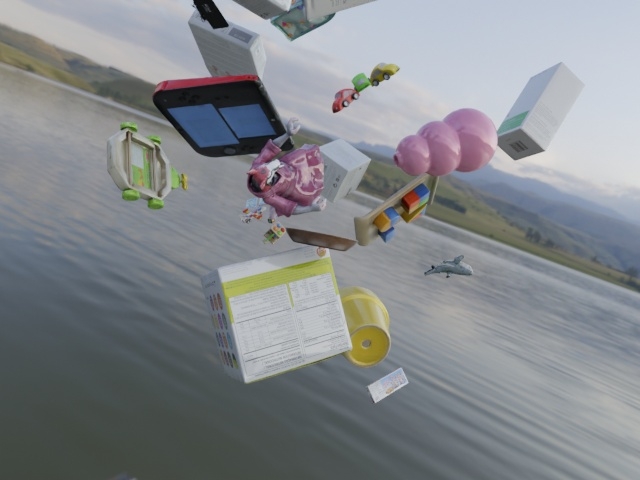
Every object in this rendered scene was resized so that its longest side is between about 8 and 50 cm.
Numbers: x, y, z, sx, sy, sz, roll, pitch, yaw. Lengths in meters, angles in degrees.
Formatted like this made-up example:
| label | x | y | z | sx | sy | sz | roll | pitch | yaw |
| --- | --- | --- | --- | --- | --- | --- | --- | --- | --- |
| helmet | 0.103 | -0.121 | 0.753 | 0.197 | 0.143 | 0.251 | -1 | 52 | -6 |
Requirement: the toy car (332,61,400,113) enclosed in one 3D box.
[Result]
| label | x | y | z | sx | sy | sz | roll | pitch | yaw |
| --- | --- | --- | --- | --- | --- | --- | --- | --- | --- |
| toy car | 0.127 | -0.493 | 1.695 | 0.053 | 0.239 | 0.225 | 55 | 11 | -17 |

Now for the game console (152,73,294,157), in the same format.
| label | x | y | z | sx | sy | sz | roll | pitch | yaw |
| --- | --- | --- | --- | --- | --- | --- | --- | --- | --- |
| game console | -0.291 | -0.369 | 1.665 | 0.341 | 0.060 | 0.386 | 1 | -19 | 14 |

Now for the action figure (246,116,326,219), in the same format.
| label | x | y | z | sx | sy | sz | roll | pitch | yaw |
| --- | --- | --- | --- | --- | --- | --- | --- | --- | --- |
| action figure | -0.122 | -0.182 | 1.498 | 0.275 | 0.248 | 0.370 | -10 | 1 | 25 |

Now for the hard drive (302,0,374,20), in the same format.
| label | x | y | z | sx | sy | sz | roll | pitch | yaw |
| --- | --- | --- | --- | --- | --- | --- | --- | --- | --- |
| hard drive | 0.111 | -0.629 | 1.249 | 0.318 | 0.040 | 0.210 | -17 | -13 | -3 |

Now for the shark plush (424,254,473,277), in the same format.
| label | x | y | z | sx | sy | sz | roll | pitch | yaw |
| --- | --- | --- | --- | --- | --- | --- | --- | --- | --- |
| shark plush | 0.446 | 0.100 | 1.886 | 0.161 | 0.067 | 0.073 | -2 | -34 | -3 |

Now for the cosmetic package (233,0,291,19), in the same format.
| label | x | y | z | sx | sy | sz | roll | pitch | yaw |
| --- | --- | --- | --- | --- | --- | --- | --- | --- | --- |
| cosmetic package | -0.246 | -0.801 | 1.468 | 0.384 | 0.217 | 0.156 | 18 | 0 | -33 |

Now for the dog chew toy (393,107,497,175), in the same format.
| label | x | y | z | sx | sy | sz | roll | pitch | yaw |
| --- | --- | --- | --- | --- | --- | --- | --- | --- | --- |
| dog chew toy | 0.391 | -0.300 | 1.727 | 0.331 | 0.207 | 0.206 | -16 | 15 | -11 |

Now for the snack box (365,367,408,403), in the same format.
| label | x | y | z | sx | sy | sz | roll | pitch | yaw |
| --- | --- | --- | --- | --- | --- | --- | --- | --- | --- |
| snack box | 0.248 | 0.535 | 1.999 | 0.178 | 0.064 | 0.022 | -18 | -12 | -35 |

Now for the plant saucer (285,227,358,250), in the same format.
| label | x | y | z | sx | sy | sz | roll | pitch | yaw |
| --- | --- | --- | --- | --- | --- | --- | --- | --- | --- |
| plant saucer | 0.000 | 0.000 | 1.436 | 0.198 | 0.036 | 0.198 | 11 | -1 | 0 |

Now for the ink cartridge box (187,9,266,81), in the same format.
| label | x | y | z | sx | sy | sz | roll | pitch | yaw |
| --- | --- | --- | --- | --- | --- | --- | --- | --- | --- |
| ink cartridge box | -0.370 | -0.782 | 2.311 | 0.308 | 0.091 | 0.385 | 27 | -13 | 12 |

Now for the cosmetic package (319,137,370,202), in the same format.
| label | x | y | z | sx | sy | sz | roll | pitch | yaw |
| --- | --- | --- | --- | --- | --- | --- | --- | --- | --- |
| cosmetic package | 0.060 | -0.260 | 1.989 | 0.151 | 0.151 | 0.183 | 38 | 37 | 15 |

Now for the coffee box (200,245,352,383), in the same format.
| label | x | y | z | sx | sy | sz | roll | pitch | yaw |
| --- | --- | --- | --- | --- | --- | --- | --- | --- | --- |
| coffee box | -0.148 | 0.222 | 1.671 | 0.338 | 0.335 | 0.337 | -13 | -3 | -21 |

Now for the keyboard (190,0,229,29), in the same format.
| label | x | y | z | sx | sy | sz | roll | pitch | yaw |
| --- | --- | --- | --- | --- | --- | --- | --- | --- | --- |
| keyboard | -0.405 | -0.835 | 1.914 | 0.100 | 0.038 | 0.192 | 4 | -25 | 25 |

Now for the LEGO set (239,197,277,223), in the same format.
| label | x | y | z | sx | sy | sz | roll | pitch | yaw |
| --- | --- | --- | --- | --- | --- | --- | --- | --- | --- |
| LEGO set | -0.254 | -0.148 | 2.373 | 0.182 | 0.060 | 0.244 | -11 | 35 | 6 |

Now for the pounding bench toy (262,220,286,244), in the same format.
| label | x | y | z | sx | sy | sz | roll | pitch | yaw |
| --- | --- | --- | --- | --- | --- | --- | --- | --- | --- |
| pounding bench toy | -0.177 | -0.023 | 2.032 | 0.052 | 0.065 | 0.083 | 47 | 46 | -4 |

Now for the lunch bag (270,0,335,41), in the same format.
| label | x | y | z | sx | sy | sz | roll | pitch | yaw |
| --- | --- | --- | --- | --- | --- | --- | --- | --- | --- |
| lunch bag | -0.046 | -0.872 | 1.907 | 0.262 | 0.224 | 0.160 | -17 | -28 | 34 |

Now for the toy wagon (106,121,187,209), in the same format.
| label | x | y | z | sx | sy | sz | roll | pitch | yaw |
| --- | --- | --- | --- | --- | --- | --- | --- | --- | --- |
| toy wagon | -0.597 | -0.243 | 1.882 | 0.068 | 0.268 | 0.344 | -14 | -17 | 22 |

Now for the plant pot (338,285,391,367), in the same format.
| label | x | y | z | sx | sy | sz | roll | pitch | yaw |
| --- | --- | --- | --- | --- | --- | --- | --- | --- | --- |
| plant pot | 0.135 | 0.317 | 1.901 | 0.253 | 0.254 | 0.239 | 18 | 11 | -16 |

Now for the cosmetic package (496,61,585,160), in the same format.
| label | x | y | z | sx | sy | sz | roll | pitch | yaw |
| --- | --- | --- | --- | --- | --- | --- | --- | --- | --- |
| cosmetic package | 0.895 | -0.526 | 2.222 | 0.155 | 0.366 | 0.197 | 37 | -16 | -12 |

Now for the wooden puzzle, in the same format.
| label | x | y | z | sx | sy | sz | roll | pitch | yaw |
| --- | --- | --- | --- | --- | --- | --- | --- | --- | --- |
| wooden puzzle | 0.296 | -0.098 | 2.049 | 0.081 | 0.347 | 0.322 | 57 | -5 | 18 |
